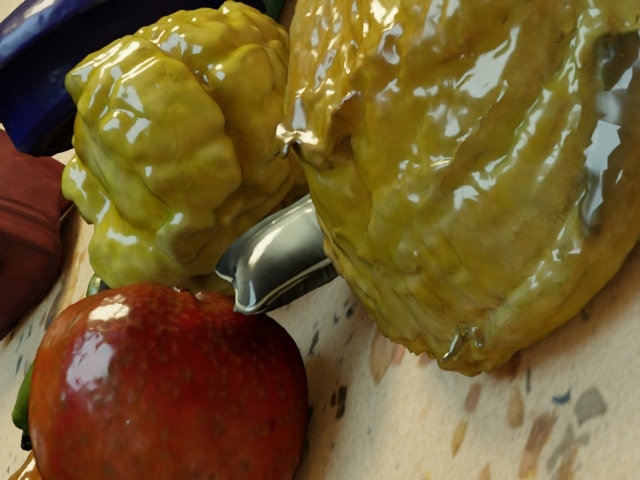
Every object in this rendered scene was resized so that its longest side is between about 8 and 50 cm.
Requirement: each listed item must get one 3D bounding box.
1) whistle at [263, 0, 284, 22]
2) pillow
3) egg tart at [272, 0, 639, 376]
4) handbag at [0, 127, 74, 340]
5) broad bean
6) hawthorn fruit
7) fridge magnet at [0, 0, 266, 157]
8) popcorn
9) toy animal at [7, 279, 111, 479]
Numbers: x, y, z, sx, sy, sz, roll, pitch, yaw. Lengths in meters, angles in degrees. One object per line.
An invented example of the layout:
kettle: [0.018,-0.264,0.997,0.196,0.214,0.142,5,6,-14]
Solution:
whistle: [-0.057,-0.170,1.592,0.186,0.039,0.039,-69,21,1]
pillow: [-0.001,-0.002,1.221,0.135,0.055,0.091,-32,-2,-1]
egg tart: [0.081,-0.100,1.041,0.351,0.153,0.339,-25,50,61]
handbag: [-0.341,0.001,1.973,0.225,0.146,0.135,-43,30,45]
broad bean: [-0.223,0.107,1.718,0.213,0.048,0.070,-55,25,31]
hawthorn fruit: [-0.097,0.127,1.237,0.179,0.179,0.200,177,96,-67]
fridge magnet: [-0.166,-0.153,1.520,0.265,0.113,0.265,-31,-4,-3]
popcorn: [-0.077,-0.057,1.362,0.226,0.200,0.203,-15,98,67]
toy animal: [-0.239,0.192,1.581,0.284,0.225,0.302,-64,-1,-49]
